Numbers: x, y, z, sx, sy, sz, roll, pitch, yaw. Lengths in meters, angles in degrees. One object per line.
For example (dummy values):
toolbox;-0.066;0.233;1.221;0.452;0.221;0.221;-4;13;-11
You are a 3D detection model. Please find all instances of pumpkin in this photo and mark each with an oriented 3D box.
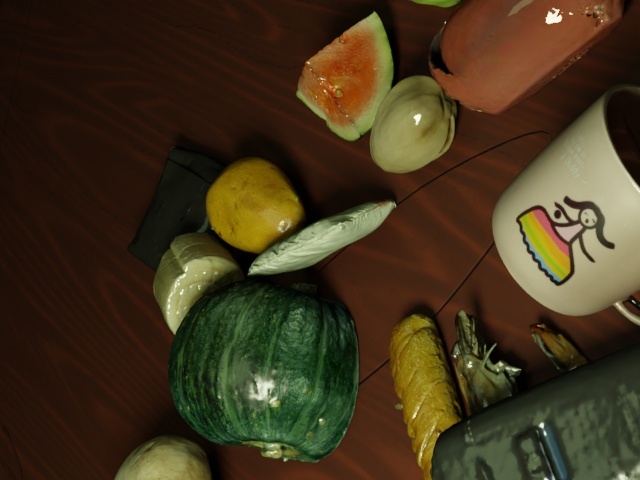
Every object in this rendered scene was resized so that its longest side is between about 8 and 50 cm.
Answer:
pumpkin;-0.102;0.173;1.831;0.293;0.197;0.263;-2;73;51

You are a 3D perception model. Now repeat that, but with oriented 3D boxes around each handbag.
handbag;-0.235;-0.041;2.184;0.247;0.080;0.223;29;101;53

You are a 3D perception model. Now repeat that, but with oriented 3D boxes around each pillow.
pillow;0.000;0.000;1.822;0.229;0.128;0.051;-28;86;44

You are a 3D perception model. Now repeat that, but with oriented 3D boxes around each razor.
razor;0.275;0.232;1.346;0.327;0.107;0.189;-31;61;32

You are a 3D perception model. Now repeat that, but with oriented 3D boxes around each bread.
bread;-0.190;0.076;2.013;0.141;0.134;0.148;-130;55;-66

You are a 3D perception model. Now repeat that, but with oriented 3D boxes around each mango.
mango;-0.097;-0.054;1.979;0.227;0.109;0.147;18;87;52

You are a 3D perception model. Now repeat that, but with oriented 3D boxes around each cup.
cup;0.324;-0.008;1.357;0.253;0.191;0.200;54;131;9

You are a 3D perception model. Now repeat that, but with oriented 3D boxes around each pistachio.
pistachio;0.125;-0.153;1.718;0.149;0.113;0.113;-46;45;32

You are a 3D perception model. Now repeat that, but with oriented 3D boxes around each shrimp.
shrimp;0.241;0.169;1.493;0.173;0.058;0.253;-39;51;28

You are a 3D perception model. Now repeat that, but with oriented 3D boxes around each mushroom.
mushroom;-0.236;0.423;1.925;0.255;0.184;0.255;-22;60;44

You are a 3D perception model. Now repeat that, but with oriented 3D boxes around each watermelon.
watermelon;0.048;-0.222;1.868;0.145;0.137;0.193;50;125;8

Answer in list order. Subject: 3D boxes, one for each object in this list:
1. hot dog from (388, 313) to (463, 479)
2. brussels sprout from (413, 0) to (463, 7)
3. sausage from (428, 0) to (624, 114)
hot dog;0.144;0.217;1.600;0.088;0.061;0.286;-39;49;23
brussels sprout;0.111;-0.516;1.653;0.342;0.361;0.425;-53;42;33
sausage;0.249;-0.262;1.557;0.279;0.152;0.152;-36;50;40
